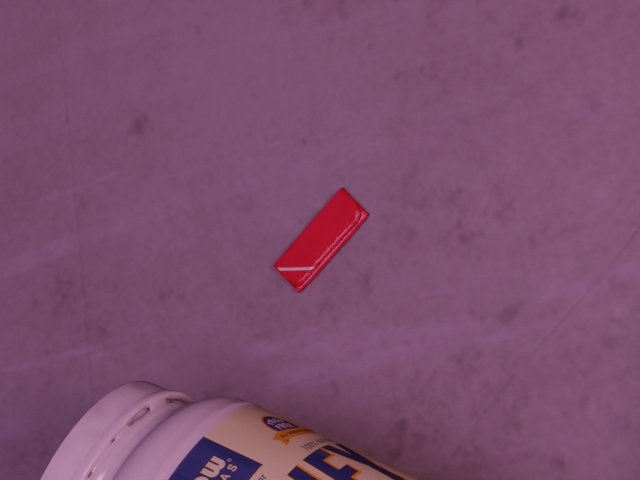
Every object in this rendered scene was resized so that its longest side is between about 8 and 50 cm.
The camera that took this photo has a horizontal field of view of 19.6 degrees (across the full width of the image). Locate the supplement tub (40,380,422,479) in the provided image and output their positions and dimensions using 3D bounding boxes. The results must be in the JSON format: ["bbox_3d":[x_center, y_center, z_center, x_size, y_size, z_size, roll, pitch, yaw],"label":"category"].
[{"bbox_3d":[-0.028,0.251,1.305,0.325,0.235,0.235,22,96,22],"label":"supplement tub"}]

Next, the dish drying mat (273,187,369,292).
[{"bbox_3d":[0.000,0.000,1.427,0.032,0.008,0.083,46,105,19],"label":"dish drying mat"}]
